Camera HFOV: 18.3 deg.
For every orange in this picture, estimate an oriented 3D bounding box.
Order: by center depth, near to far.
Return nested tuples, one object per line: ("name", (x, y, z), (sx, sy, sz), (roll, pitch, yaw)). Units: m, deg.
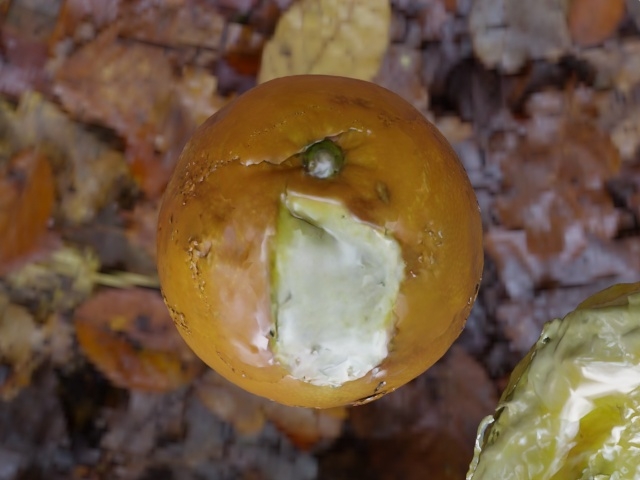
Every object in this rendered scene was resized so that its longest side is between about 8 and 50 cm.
("orange", (0.000, 0.000, 1.409), (0.240, 0.240, 0.240), (1, 126, 2))

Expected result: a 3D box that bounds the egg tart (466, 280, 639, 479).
("egg tart", (0.167, 0.156, 0.841), (0.118, 0.288, 0.288), (11, 131, -39))
